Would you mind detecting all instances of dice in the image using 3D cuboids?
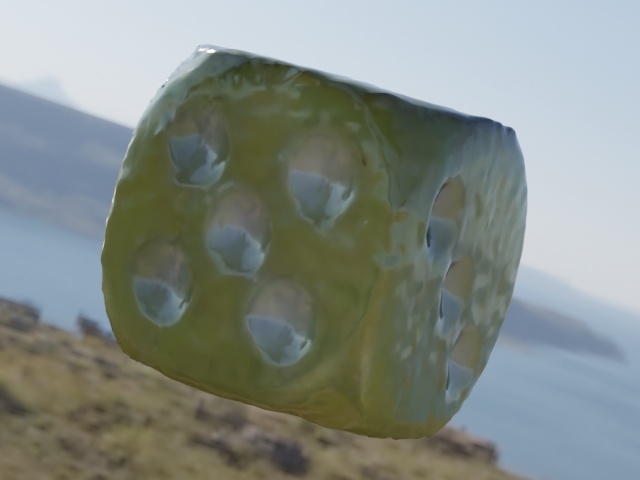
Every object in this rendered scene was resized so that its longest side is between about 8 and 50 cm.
[{"bbox_3d":[0.000,0.000,0.966,0.169,0.169,0.166,17,4,27],"label":"dice"}]
